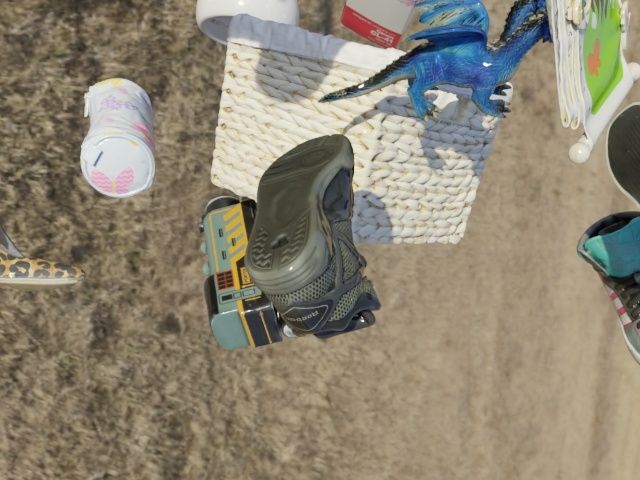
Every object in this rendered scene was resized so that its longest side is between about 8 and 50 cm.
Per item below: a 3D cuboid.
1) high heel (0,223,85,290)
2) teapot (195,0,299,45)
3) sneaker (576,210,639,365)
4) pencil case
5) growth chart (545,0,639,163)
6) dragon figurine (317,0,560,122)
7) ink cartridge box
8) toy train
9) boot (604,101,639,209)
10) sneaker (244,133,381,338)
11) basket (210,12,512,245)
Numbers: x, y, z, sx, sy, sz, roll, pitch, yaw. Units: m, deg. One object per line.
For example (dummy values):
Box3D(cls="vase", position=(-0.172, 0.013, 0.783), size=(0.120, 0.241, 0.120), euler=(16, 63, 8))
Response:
Box3D(cls="high heel", position=(-0.523, -0.011, 1.387), size=(0.093, 0.261, 0.186), euler=(86, 7, -74))
Box3D(cls="teapot", position=(-0.161, -0.555, 1.855), size=(0.252, 0.255, 0.187), euler=(43, 55, -76))
Box3D(cls="sneaker", position=(0.468, 0.057, 1.186), size=(0.178, 0.123, 0.296), euler=(53, 17, -32))
Box3D(cls="pencil case", position=(-0.341, -0.180, 1.369), size=(0.113, 0.273, 0.124), euler=(-39, 123, 11))
Box3D(cls="growth chart", position=(0.197, -0.178, 0.581), size=(0.172, 0.021, 0.237), euler=(-54, 139, -32))
Box3D(cls="dragon figurine", position=(0.140, -0.211, 0.880), size=(0.085, 0.289, 0.144), euler=(-73, 162, -45))
Box3D(cls="ink cartridge box", position=(0.159, -0.513, 1.426), size=(0.226, 0.131, 0.306), euler=(-59, -179, -17))
Box3D(cls="toy train", position=(-0.107, 0.033, 1.370), size=(0.142, 0.190, 0.334), euler=(80, -4, -48))
Box3D(cls="boot", position=(0.443, -0.050, 0.959), size=(0.176, 0.088, 0.244), euler=(20, 40, -31))
Box3D(cls="sneaker", position=(0.000, 0.000, 0.729), size=(0.228, 0.087, 0.130), euler=(-83, 153, -52))
Box3D(cls="basket", position=(0.050, -0.166, 1.235), size=(0.328, 0.331, 0.267), euler=(0, 109, -50))
